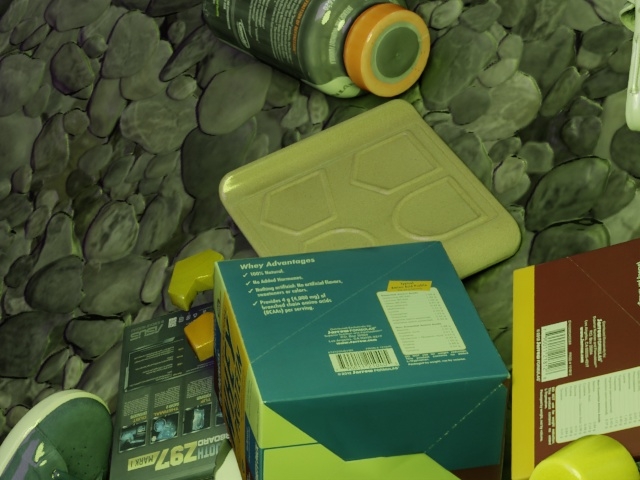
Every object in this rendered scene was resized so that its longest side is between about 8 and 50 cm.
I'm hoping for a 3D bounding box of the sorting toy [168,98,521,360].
[{"bbox_3d":[0.000,0.000,1.753,0.307,0.041,0.229,-25,46,-12],"label":"sorting toy"}]

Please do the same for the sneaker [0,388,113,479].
[{"bbox_3d":[-0.243,0.310,1.730,0.148,0.131,0.350,11,77,43],"label":"sneaker"}]

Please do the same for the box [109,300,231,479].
[{"bbox_3d":[-0.081,0.142,1.767,0.233,0.059,0.183,-18,51,26],"label":"box"}]

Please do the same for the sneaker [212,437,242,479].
[{"bbox_3d":[0.036,0.308,1.519,0.182,0.158,0.410,-20,53,3],"label":"sneaker"}]

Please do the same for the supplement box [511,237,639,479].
[{"bbox_3d":[0.263,0.108,1.482,0.194,0.129,0.191,-16,52,28],"label":"supplement box"}]

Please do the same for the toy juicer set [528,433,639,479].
[{"bbox_3d":[0.273,0.287,1.325,0.209,0.089,0.329,-16,84,38],"label":"toy juicer set"}]

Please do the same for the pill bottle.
[{"bbox_3d":[0.000,-0.219,1.908,0.246,0.130,0.130,31,82,45],"label":"pill bottle"}]

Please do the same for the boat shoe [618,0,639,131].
[{"bbox_3d":[0.304,-0.212,1.699,0.084,0.095,0.258,-9,54,27],"label":"boat shoe"}]

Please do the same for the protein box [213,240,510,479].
[{"bbox_3d":[0.027,0.115,1.561,0.200,0.136,0.201,-6,32,-12],"label":"protein box"}]
